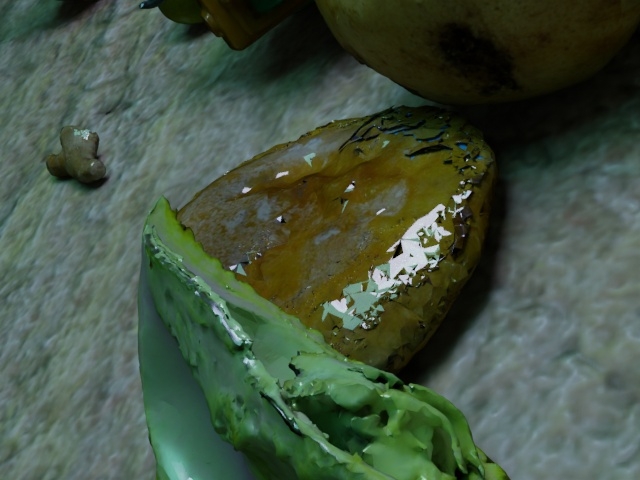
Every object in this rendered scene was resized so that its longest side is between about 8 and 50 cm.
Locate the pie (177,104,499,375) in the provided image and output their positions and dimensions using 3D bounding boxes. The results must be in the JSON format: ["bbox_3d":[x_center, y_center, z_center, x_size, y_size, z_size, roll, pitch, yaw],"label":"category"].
[{"bbox_3d":[0.000,0.000,0.855,0.273,0.069,0.273,-21,38,17],"label":"pie"}]

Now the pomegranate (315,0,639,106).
[{"bbox_3d":[0.100,-0.214,0.842,0.260,0.260,0.260,-25,35,20],"label":"pomegranate"}]

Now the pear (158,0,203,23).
[{"bbox_3d":[-0.114,-0.248,1.245,0.092,0.092,0.097,-21,21,25],"label":"pear"}]

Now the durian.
[{"bbox_3d":[-0.004,0.118,0.622,0.157,0.169,0.355,-42,36,-10],"label":"durian"}]

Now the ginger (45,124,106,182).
[{"bbox_3d":[-0.211,-0.075,1.180,0.097,0.030,0.048,13,86,53],"label":"ginger"}]

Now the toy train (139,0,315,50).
[{"bbox_3d":[0.030,-0.313,1.050,0.429,0.178,0.249,-37,16,-3],"label":"toy train"}]
